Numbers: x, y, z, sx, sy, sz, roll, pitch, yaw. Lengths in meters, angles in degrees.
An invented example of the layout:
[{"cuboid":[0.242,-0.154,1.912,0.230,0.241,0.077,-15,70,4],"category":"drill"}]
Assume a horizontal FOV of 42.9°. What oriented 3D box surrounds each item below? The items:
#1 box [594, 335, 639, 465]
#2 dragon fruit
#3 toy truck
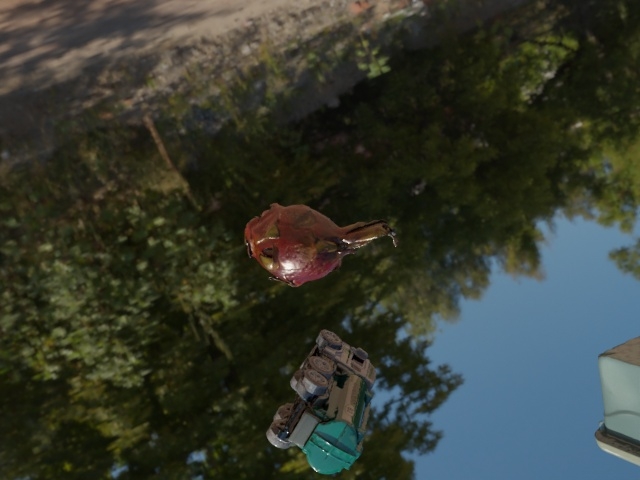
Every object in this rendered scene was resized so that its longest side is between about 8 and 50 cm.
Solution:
[{"cuboid":[0.394,0.166,0.809,0.162,0.130,0.227,-18,-170,-21],"category":"box"},{"cuboid":[0.000,0.000,1.264,0.246,0.125,0.125,-8,-155,16],"category":"dragon fruit"},{"cuboid":[0.005,0.079,0.404,0.039,0.044,0.083,-59,180,18],"category":"toy truck"}]
